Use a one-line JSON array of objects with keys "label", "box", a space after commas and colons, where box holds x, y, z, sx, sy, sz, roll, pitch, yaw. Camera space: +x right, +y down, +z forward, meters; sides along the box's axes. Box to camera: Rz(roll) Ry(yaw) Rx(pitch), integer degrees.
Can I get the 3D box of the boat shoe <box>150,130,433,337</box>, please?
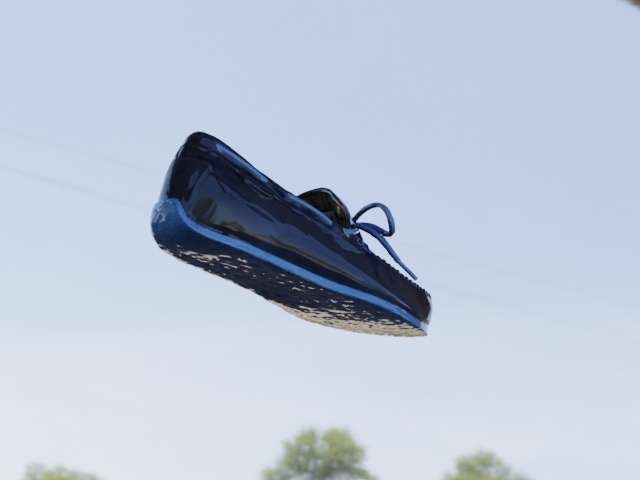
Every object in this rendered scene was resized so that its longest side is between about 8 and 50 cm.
[{"label": "boat shoe", "box": [0.000, 0.000, 0.868, 0.109, 0.089, 0.258, -6, -25, 37]}]
